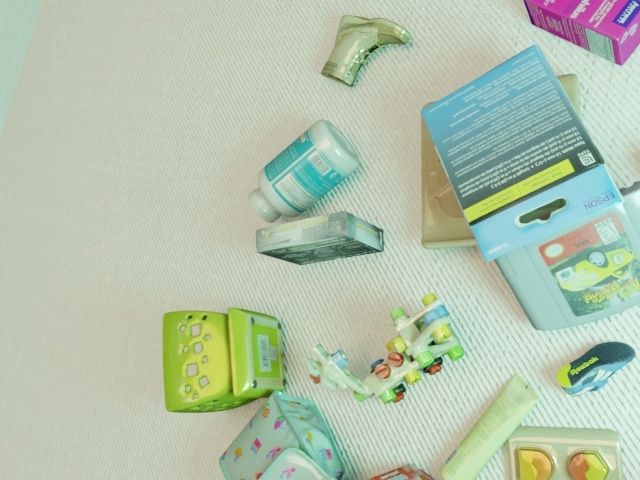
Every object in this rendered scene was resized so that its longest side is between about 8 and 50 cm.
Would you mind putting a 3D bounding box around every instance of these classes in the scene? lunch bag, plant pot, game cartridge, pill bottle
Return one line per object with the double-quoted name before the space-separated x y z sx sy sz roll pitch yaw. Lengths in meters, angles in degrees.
"lunch bag" -0.071 0.488 1.276 0.223 0.160 0.262 -51 40 11
"plant pot" -0.212 0.272 1.409 0.207 0.227 0.228 -13 71 22
"game cartridge" 0.484 0.040 1.083 0.294 0.060 0.196 -29 104 21
"pill bottle" -0.048 -0.155 1.453 0.264 0.146 0.146 -37 62 18

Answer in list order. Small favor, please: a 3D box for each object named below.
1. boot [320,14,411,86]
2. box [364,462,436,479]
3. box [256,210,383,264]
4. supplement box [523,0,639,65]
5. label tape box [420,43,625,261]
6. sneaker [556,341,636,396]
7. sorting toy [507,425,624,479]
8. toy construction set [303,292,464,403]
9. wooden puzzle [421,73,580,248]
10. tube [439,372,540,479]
"boot" 0.106 -0.451 1.474 0.213 0.077 0.165 24 90 38
"box" 0.144 0.509 1.109 0.128 0.257 0.122 26 95 34
"box" 0.000 0.000 1.365 0.231 0.183 0.056 -11 72 29
"supplement box" 0.529 -0.455 1.199 0.220 0.114 0.111 41 99 30
"label tape box" 0.367 -0.151 1.133 0.249 0.115 0.347 -28 64 21
"sneaker" 0.494 0.231 1.092 0.144 0.059 0.053 -28 32 6
"sorting toy" 0.434 0.441 1.081 0.193 0.038 0.208 -7 74 30
"toy construction set" 0.137 0.233 1.206 0.328 0.215 0.151 -27 65 23
"wooden puzzle" 0.367 -0.151 1.248 0.322 0.080 0.347 -5 71 30
"tube" 0.321 0.366 1.153 0.070 0.062 0.240 39 99 31
